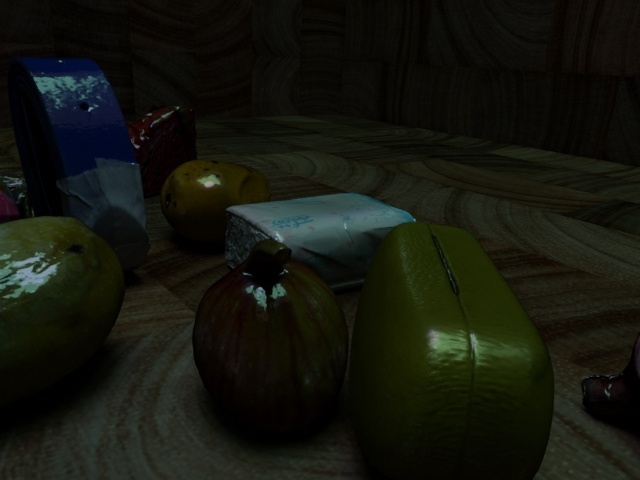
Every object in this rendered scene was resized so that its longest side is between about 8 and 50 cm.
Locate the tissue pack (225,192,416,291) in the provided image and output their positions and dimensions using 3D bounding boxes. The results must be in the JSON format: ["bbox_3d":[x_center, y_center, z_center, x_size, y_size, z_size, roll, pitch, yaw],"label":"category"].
[{"bbox_3d":[-0.001,-0.001,0.879,0.270,0.125,0.201,-10,20,-31],"label":"tissue pack"}]

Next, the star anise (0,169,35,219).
[{"bbox_3d":[-0.520,-0.069,1.004,0.331,0.118,0.332,6,28,-3],"label":"star anise"}]

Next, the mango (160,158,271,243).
[{"bbox_3d":[-0.202,-0.086,1.045,0.190,0.160,0.290,0,14,18],"label":"mango"}]

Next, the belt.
[{"bbox_3d":[-0.375,-0.111,0.812,0.117,0.348,0.212,-15,0,-42],"label":"belt"}]

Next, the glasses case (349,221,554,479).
[{"bbox_3d":[0.102,0.098,0.530,0.140,0.174,0.371,6,17,4],"label":"glasses case"}]

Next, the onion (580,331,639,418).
[{"bbox_3d":[0.375,0.146,0.515,0.218,0.140,0.195,-34,21,34],"label":"onion"}]

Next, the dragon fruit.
[{"bbox_3d":[-0.433,-0.192,1.319,0.240,0.302,0.330,34,38,-5],"label":"dragon fruit"}]

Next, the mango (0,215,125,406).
[{"bbox_3d":[-0.348,0.095,0.518,0.329,0.176,0.176,-38,9,-34],"label":"mango"}]

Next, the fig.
[{"bbox_3d":[-0.051,0.073,0.531,0.174,0.207,0.175,-4,22,2],"label":"fig"}]

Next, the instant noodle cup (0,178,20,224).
[{"bbox_3d":[-0.542,-0.020,0.711,0.258,0.303,0.181,-26,0,10],"label":"instant noodle cup"}]
